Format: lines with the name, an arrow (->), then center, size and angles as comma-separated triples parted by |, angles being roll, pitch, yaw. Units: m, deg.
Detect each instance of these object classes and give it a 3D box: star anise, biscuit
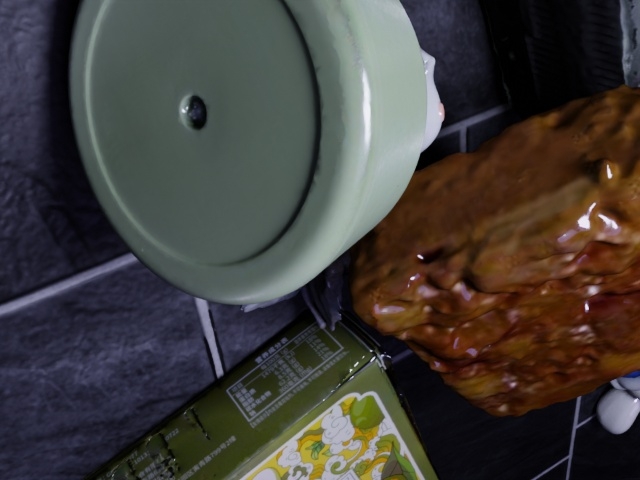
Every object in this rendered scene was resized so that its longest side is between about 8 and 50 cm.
star anise -> 0.000, 0.000, 0.798 | 0.229, 0.093, 0.236 | -44, 137, -4
biscuit -> 0.249, 0.031, 0.765 | 0.342, 0.166, 0.395 | -26, 142, 18

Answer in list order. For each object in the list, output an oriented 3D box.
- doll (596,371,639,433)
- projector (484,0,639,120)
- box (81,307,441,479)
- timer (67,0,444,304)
doll -> 0.595, 0.199, 1.279 | 0.365, 0.187, 0.376 | 23, 102, -41
projector -> 0.383, -0.338, 0.759 | 0.405, 0.242, 0.395 | -37, 133, -10
box -> -0.059, 0.337, 0.934 | 0.420, 0.138, 0.373 | -36, 133, -11
timer -> -0.003, -0.125, 0.636 | 0.315, 0.290, 0.291 | -21, 131, -51
